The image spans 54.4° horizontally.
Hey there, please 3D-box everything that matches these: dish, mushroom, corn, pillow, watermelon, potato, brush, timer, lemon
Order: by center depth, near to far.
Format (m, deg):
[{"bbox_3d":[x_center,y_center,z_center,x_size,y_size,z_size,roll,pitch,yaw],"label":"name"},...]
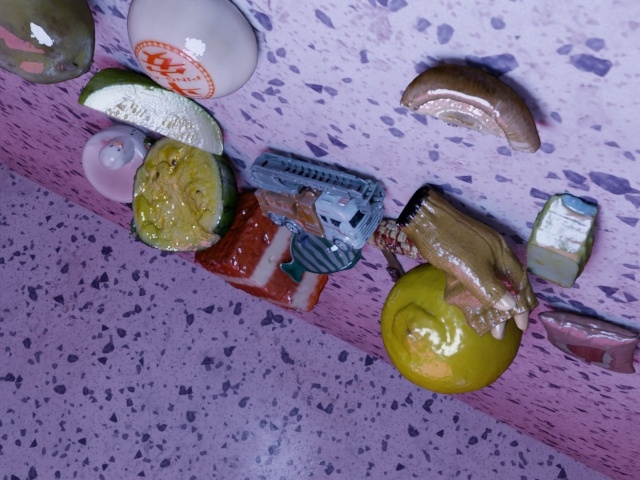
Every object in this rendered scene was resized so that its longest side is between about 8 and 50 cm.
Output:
[{"bbox_3d":[0.219,-0.194,0.877,0.210,0.072,0.094,21,165,11],"label":"mushroom"},{"bbox_3d":[-0.571,-0.437,1.161,0.326,0.221,0.243,35,158,20],"label":"potato"},{"bbox_3d":[0.198,-0.005,1.475,0.253,0.086,0.086,15,160,45],"label":"corn"},{"bbox_3d":[0.313,0.200,1.479,0.348,0.348,0.348,26,164,8],"label":"lemon"},{"bbox_3d":[0.645,0.241,1.492,0.223,0.084,0.236,15,162,32],"label":"pillow"},{"bbox_3d":[0.000,0.000,1.667,0.224,0.246,0.078,44,-167,-30],"label":"dish"},{"bbox_3d":[-0.347,-0.122,1.694,0.331,0.330,0.189,20,-176,26],"label":"watermelon"},{"bbox_3d":[0.203,0.069,1.773,0.043,0.036,0.248,15,160,26],"label":"brush"},{"bbox_3d":[-0.590,-0.219,1.827,0.234,0.240,0.233,6,120,10],"label":"timer"}]

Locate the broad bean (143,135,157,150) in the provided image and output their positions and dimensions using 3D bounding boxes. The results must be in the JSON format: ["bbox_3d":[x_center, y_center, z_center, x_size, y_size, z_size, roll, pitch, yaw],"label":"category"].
[{"bbox_3d":[-0.415,-0.174,1.817,0.049,0.144,0.292,2,111,47],"label":"broad bean"}]

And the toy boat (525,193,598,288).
[{"bbox_3d":[0.437,0.015,1.143,0.111,0.084,0.276,24,165,21],"label":"toy boat"}]

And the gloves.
[{"bbox_3d":[0.300,0.041,1.247,0.356,0.155,0.203,53,175,1],"label":"gloves"}]

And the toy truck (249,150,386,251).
[{"bbox_3d":[-0.003,-0.099,1.435,0.338,0.133,0.184,20,153,33],"label":"toy truck"}]

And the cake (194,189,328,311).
[{"bbox_3d":[-0.144,0.031,1.800,0.319,0.270,0.269,37,162,-28],"label":"cake"}]

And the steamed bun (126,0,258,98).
[{"bbox_3d":[-0.228,-0.329,1.064,0.232,0.145,0.232,26,164,8],"label":"steamed bun"}]

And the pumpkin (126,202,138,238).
[{"bbox_3d":[-0.569,-0.117,2.096,0.248,0.248,0.248,26,164,8],"label":"pumpkin"}]

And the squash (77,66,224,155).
[{"bbox_3d":[-0.371,-0.299,1.434,0.289,0.111,0.203,29,-164,10],"label":"squash"}]
